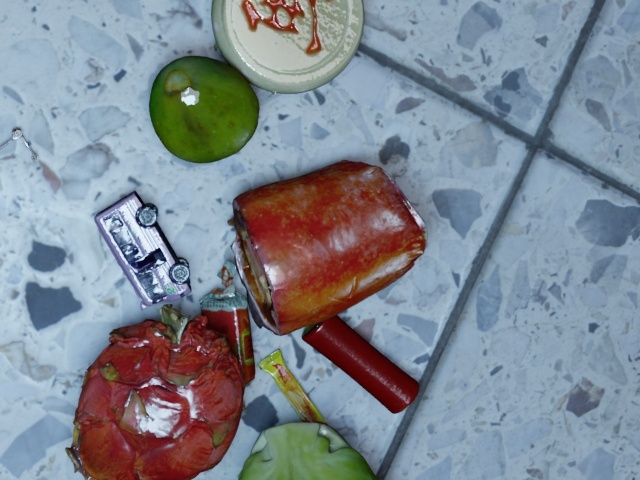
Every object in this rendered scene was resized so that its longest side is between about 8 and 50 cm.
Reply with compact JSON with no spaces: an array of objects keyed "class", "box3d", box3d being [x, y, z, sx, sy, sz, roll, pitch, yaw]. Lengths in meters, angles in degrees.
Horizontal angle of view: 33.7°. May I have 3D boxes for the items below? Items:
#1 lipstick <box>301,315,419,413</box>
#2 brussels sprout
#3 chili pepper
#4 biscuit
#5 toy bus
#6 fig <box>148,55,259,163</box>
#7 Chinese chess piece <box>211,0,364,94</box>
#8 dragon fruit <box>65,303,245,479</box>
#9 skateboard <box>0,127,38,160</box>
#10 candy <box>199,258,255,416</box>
[{"class":"lipstick","box3d":[0.074,0.221,1.938,0.241,0.080,0.080,41,86,-13]},{"class":"brussels sprout","box3d":[-0.014,0.491,1.846,0.289,0.281,0.355,-13,83,5]},{"class":"chili pepper","box3d":[0.000,0.000,1.850,0.305,0.229,0.251,-24,71,-22]},{"class":"biscuit","box3d":[-0.017,0.327,1.956,0.048,0.026,0.292,-38,104,-14]},{"class":"toy bus","box3d":[-0.303,0.019,1.820,0.108,0.096,0.199,-29,100,-4]},{"class":"fig","box3d":[-0.202,-0.226,1.776,0.181,0.191,0.181,-5,74,19]},{"class":"Chinese chess piece","box3d":[-0.055,-0.387,1.830,0.273,0.102,0.273,-1,97,-12]},{"class":"dragon fruit","box3d":[-0.271,0.277,1.766,0.277,0.277,0.343,18,101,-14]},{"class":"skateboard","box3d":[-0.528,-0.144,1.786,0.083,0.032,0.064,-34,113,-10]},{"class":"candy","box3d":[-0.163,0.178,1.876,0.086,0.059,0.292,-2,99,25]}]
